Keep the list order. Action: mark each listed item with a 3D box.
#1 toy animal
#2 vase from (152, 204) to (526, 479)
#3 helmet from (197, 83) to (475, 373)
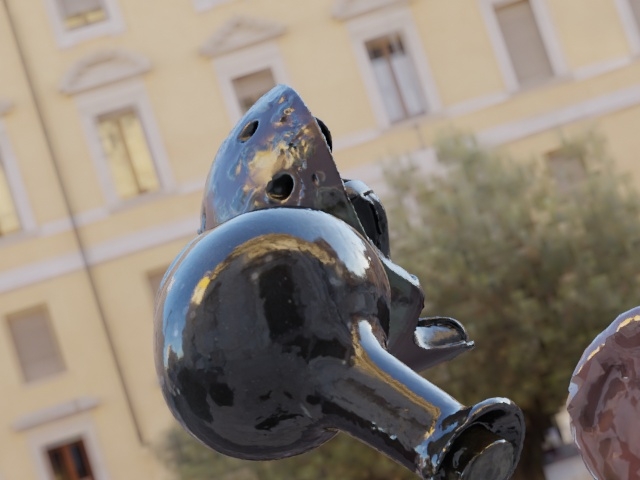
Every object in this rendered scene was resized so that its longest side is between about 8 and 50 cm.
[{"bbox_3d":[0.263,0.103,1.125,0.169,0.195,0.281,14,7,36],"label":"toy animal"},{"bbox_3d":[0.009,0.060,0.801,0.120,0.120,0.183,-13,33,-42],"label":"vase"},{"bbox_3d":[-0.010,0.012,0.959,0.107,0.153,0.177,-33,-43,6],"label":"helmet"}]
